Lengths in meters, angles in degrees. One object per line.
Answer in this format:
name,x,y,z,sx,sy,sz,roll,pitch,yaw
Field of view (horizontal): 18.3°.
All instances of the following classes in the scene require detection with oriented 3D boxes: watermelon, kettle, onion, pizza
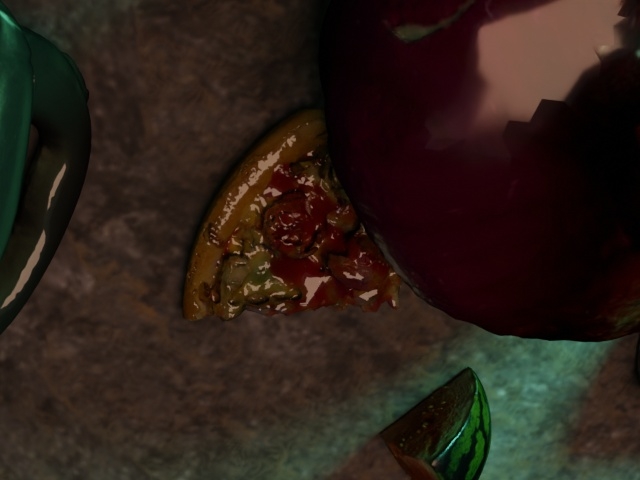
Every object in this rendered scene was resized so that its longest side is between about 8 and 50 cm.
watermelon,0.096,0.186,1.705,0.094,0.125,0.135,10,130,7
kettle,-0.293,-0.030,1.406,0.321,0.228,0.324,20,100,-53
onion,0.215,-0.069,1.443,0.398,0.420,0.398,-11,125,-16
pizza,0.000,0.000,1.595,0.193,0.053,0.201,19,103,-25

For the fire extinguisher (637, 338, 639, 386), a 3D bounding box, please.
fire extinguisher,0.461,0.094,1.774,0.344,0.102,0.138,0,109,-20
